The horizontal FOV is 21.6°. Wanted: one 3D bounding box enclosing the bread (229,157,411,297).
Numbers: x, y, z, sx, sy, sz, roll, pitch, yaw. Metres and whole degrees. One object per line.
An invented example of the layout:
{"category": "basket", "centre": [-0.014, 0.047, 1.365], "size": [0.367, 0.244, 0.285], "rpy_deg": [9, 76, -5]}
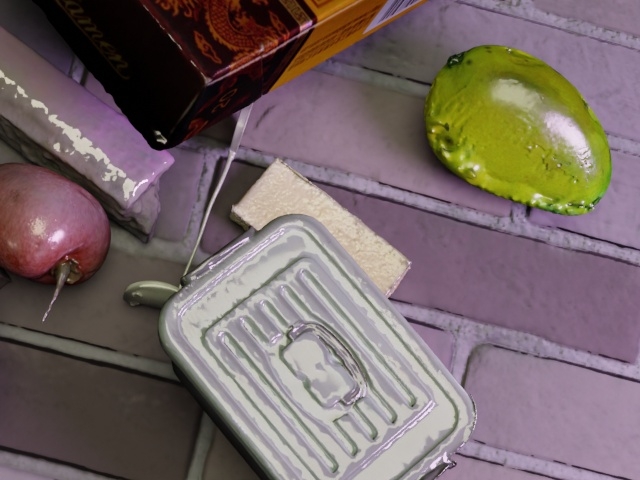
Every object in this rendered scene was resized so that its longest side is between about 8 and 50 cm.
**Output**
{"category": "bread", "centre": [0.000, 0.000, 1.410], "size": [0.153, 0.028, 0.068], "rpy_deg": [37, 72, 3]}

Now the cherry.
{"category": "cherry", "centre": [-0.225, -0.014, 1.337], "size": [0.126, 0.106, 0.087], "rpy_deg": [45, 100, 2]}

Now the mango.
{"category": "mango", "centre": [0.171, -0.091, 1.431], "size": [0.178, 0.100, 0.119], "rpy_deg": [36, 108, -6]}

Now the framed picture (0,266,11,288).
{"category": "framed picture", "centre": [-0.356, -0.100, 1.276], "size": [0.024, 0.232, 0.315], "rpy_deg": [-35, 83, -2]}

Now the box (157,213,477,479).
{"category": "box", "centre": [-0.011, 0.116, 1.320], "size": [0.163, 0.135, 0.243], "rpy_deg": [-39, 83, -18]}

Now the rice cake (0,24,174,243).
{"category": "rice cake", "centre": [-0.280, -0.147, 1.388], "size": [0.399, 0.064, 0.070], "rpy_deg": [37, 66, 2]}

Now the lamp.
{"category": "lamp", "centre": [-0.104, -0.033, 1.391], "size": [0.056, 0.050, 0.198], "rpy_deg": [20, 72, -2]}

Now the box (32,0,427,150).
{"category": "box", "centre": [-0.051, -0.273, 1.368], "size": [0.415, 0.116, 0.264], "rpy_deg": [-35, 83, -37]}
